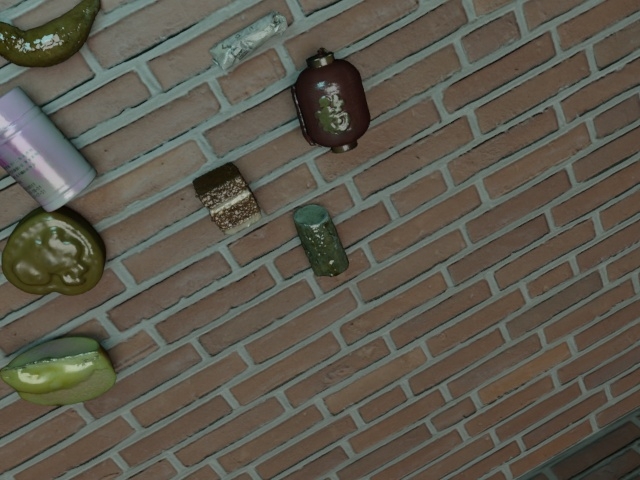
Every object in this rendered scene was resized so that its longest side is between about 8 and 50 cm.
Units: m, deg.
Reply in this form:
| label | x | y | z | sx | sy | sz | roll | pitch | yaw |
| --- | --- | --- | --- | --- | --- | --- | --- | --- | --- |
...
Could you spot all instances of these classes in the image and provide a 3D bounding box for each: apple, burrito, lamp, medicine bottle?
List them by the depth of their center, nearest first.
| label | x | y | z | sx | sy | sz | roll | pitch | yaw |
| --- | --- | --- | --- | --- | --- | --- | --- | --- | --- |
| medicine bottle | -0.653 | -0.206 | 1.361 | 0.152 | 0.152 | 0.254 | -35 | 116 | 1 |
| burrito | -0.171 | -0.480 | 1.434 | 0.203 | 0.064 | 0.064 | -32 | 117 | 0 |
| lamp | 0.024 | -0.341 | 1.482 | 0.180 | 0.180 | 0.258 | -22 | 116 | -6 |
| apple | -0.686 | 0.353 | 1.606 | 0.265 | 0.120 | 0.193 | -11 | 127 | -8 |

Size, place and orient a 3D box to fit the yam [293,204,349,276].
| label | x | y | z | sx | sy | sz | roll | pitch | yaw |
| --- | --- | --- | --- | --- | --- | --- | --- | --- | --- |
| yam | 0.000 | 0.000 | 1.655 | 0.107 | 0.107 | 0.194 | -25 | 116 | -5 |

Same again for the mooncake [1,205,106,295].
| label | x | y | z | sx | sy | sz | roll | pitch | yaw |
| --- | --- | --- | --- | --- | --- | --- | --- | --- | --- |
| mooncake | -0.656 | 0.026 | 1.479 | 0.235 | 0.117 | 0.234 | -5 | 115 | -11 |

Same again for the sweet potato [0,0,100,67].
| label | x | y | z | sx | sy | sz | roll | pitch | yaw |
| --- | --- | --- | --- | --- | --- | --- | --- | --- | --- |
| sweet potato | -0.620 | -0.441 | 1.306 | 0.310 | 0.098 | 0.124 | -19 | 127 | -18 |

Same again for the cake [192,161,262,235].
| label | x | y | z | sx | sy | sz | roll | pitch | yaw |
| --- | --- | --- | --- | --- | --- | --- | --- | --- | --- |
| cake | -0.237 | -0.104 | 1.533 | 0.135 | 0.135 | 0.147 | -26 | 121 | -5 |
